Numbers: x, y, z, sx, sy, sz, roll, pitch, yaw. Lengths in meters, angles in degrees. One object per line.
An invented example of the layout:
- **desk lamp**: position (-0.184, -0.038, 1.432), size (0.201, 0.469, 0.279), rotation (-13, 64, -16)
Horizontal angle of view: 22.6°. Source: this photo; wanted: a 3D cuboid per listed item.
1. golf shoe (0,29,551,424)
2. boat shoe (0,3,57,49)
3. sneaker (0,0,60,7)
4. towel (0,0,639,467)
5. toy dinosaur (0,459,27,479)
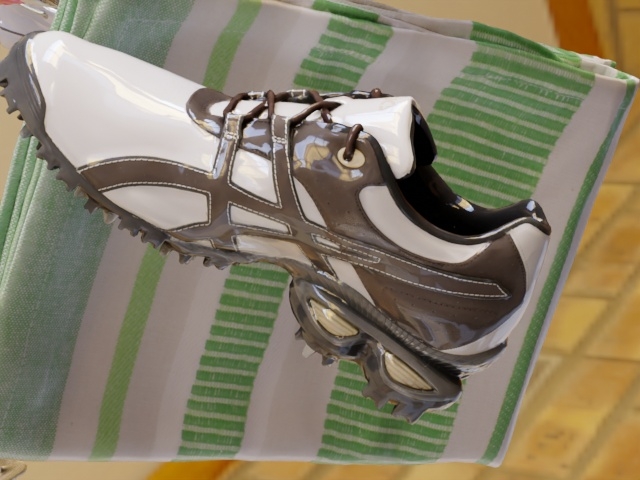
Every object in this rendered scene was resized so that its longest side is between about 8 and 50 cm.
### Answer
- **golf shoe**: position (-0.012, -0.028, 0.546), size (0.094, 0.198, 0.077), rotation (-54, 6, 27)
- **boat shoe**: position (-0.186, -0.193, 1.403), size (0.076, 0.226, 0.083), rotation (86, -166, -44)
- **sneaker**: position (-0.150, -0.262, 0.842), size (0.121, 0.112, 0.299), rotation (-63, -26, -45)
- **towel**: position (0.000, 0.000, 0.769), size (0.324, 0.038, 0.248), rotation (7, -72, -37)
- **toy dinosaur**: position (-0.164, 0.091, 0.841), size (0.092, 0.183, 0.053), rotation (-48, -46, -58)
